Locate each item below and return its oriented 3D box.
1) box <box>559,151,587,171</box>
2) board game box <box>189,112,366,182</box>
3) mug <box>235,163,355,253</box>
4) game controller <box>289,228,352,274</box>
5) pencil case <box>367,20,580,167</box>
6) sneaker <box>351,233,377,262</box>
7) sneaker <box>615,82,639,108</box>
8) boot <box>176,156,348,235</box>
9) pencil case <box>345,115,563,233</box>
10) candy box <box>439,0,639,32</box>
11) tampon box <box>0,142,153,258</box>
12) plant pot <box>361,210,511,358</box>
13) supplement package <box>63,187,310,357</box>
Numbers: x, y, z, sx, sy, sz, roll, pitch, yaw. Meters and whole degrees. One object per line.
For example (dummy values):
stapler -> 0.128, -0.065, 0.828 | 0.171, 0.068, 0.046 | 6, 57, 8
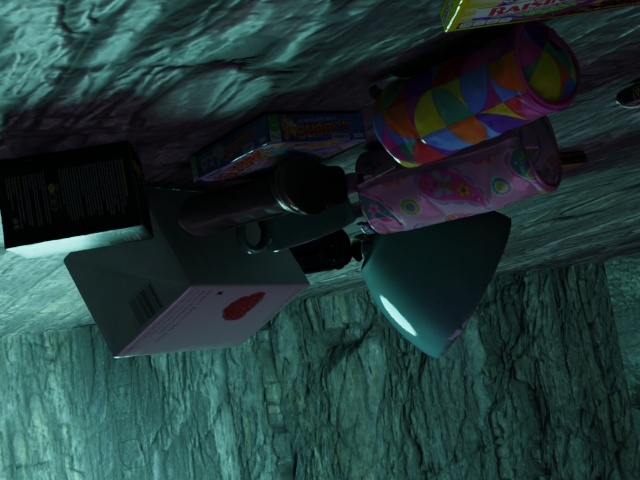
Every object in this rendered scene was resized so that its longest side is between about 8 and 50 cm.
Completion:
box -> 0.318, -0.109, 2.034 | 0.164, 0.021, 0.201 | -6, 173, -22
board game box -> -0.056, -0.112, 1.493 | 0.136, 0.035, 0.201 | -5, 172, -31
mug -> -0.034, -0.047, 1.679 | 0.129, 0.097, 0.157 | -17, -175, 33
game controller -> -0.100, 0.033, 2.287 | 0.319, 0.067, 0.166 | -9, -167, 2
pencil case -> 0.152, -0.149, 1.249 | 0.104, 0.105, 0.236 | -3, 173, -38
sneaker -> 0.155, 0.014, 2.527 | 0.118, 0.083, 0.222 | -5, 172, -28
sneaker -> 0.404, -0.189, 1.518 | 0.083, 0.031, 0.035 | -17, 157, 22
boot -> -0.089, -0.053, 1.542 | 0.208, 0.076, 0.189 | -5, 175, 23
pencil case -> 0.175, -0.090, 1.626 | 0.284, 0.124, 0.124 | -12, 172, 33
candy box -> 0.211, -0.218, 1.051 | 0.205, 0.027, 0.105 | -9, 169, -5
tampon box -> -0.290, -0.045, 1.458 | 0.161, 0.102, 0.120 | -10, 173, -3
plant pot -> 0.189, 0.040, 2.224 | 0.195, 0.290, 0.290 | 28, 169, -2
supplement package -> -0.190, 0.047, 1.802 | 0.177, 0.175, 0.293 | -42, 158, 25
